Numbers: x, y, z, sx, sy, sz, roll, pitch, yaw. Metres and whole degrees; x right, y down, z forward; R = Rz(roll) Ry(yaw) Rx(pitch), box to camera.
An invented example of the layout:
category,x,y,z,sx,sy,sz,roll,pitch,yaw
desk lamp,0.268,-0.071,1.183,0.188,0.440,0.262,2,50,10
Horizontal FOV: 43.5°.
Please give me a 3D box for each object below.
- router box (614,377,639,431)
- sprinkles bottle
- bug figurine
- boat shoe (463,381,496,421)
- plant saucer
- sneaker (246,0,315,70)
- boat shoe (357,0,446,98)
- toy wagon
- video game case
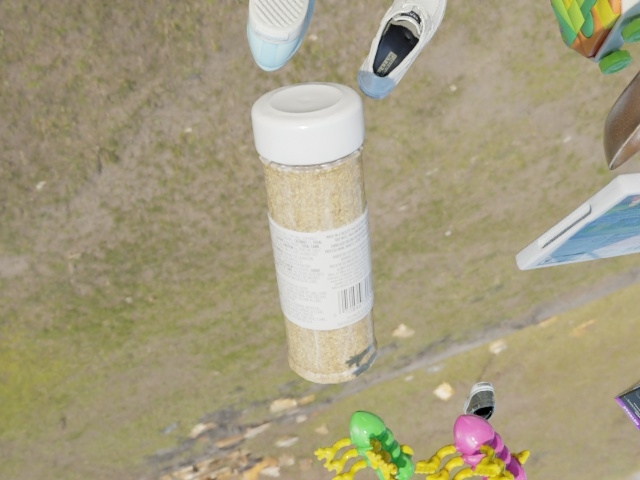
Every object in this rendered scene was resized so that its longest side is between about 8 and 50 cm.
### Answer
category,x,y,z,sx,sy,sz,roll,pitch,yaw
router box,0.384,0.106,0.761,0.178,0.046,0.133,-28,164,-22
sprinkles bottle,0.000,0.000,0.942,0.121,0.121,0.356,-16,123,-16
bug figurine,0.129,0.237,0.738,0.279,0.216,0.072,-9,-146,45
boat shoe,0.260,0.274,1.305,0.049,0.040,0.142,-8,147,3
plant saucer,0.443,-0.213,0.954,0.310,0.050,0.311,-38,164,-13
sneaker,-0.065,-0.464,1.467,0.135,0.366,0.150,20,148,-3
boat shoe,0.149,-0.355,1.343,0.095,0.258,0.084,26,167,-3
toy wagon,0.479,-0.430,1.430,0.068,0.267,0.344,-17,165,-3
video game case,0.531,-0.040,1.315,0.328,0.036,0.300,-7,159,-21
